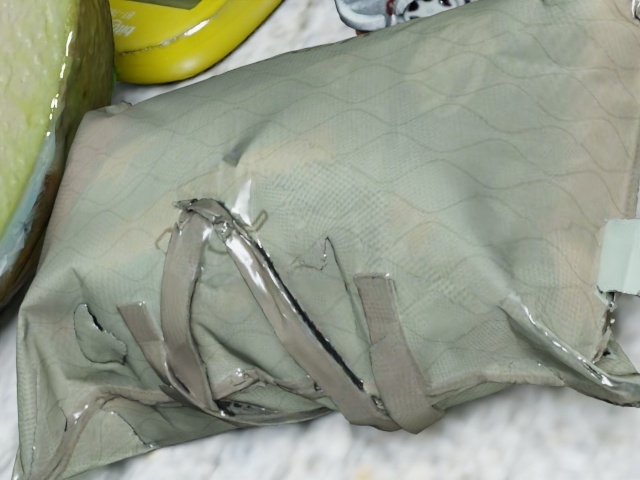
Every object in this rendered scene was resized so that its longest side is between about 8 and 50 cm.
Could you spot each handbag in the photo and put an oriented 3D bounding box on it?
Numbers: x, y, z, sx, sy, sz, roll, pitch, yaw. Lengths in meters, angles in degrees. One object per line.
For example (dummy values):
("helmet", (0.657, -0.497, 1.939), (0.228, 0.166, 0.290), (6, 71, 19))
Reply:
("handbag", (0.000, 0.000, 0.518), (0.270, 0.117, 0.182), (-10, 53, 35))

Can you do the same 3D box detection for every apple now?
("apple", (-0.163, -0.036, 0.672), (0.193, 0.120, 0.265), (39, 105, 37))

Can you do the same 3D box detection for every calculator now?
("calculator", (-0.062, -0.141, 0.782), (0.146, 0.032, 0.235), (17, 61, 48))

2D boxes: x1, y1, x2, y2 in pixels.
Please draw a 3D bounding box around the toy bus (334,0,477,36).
("toy bus", (0.095, -0.108, 0.579), (0.174, 0.077, 0.079), (-20, 44, 23))
